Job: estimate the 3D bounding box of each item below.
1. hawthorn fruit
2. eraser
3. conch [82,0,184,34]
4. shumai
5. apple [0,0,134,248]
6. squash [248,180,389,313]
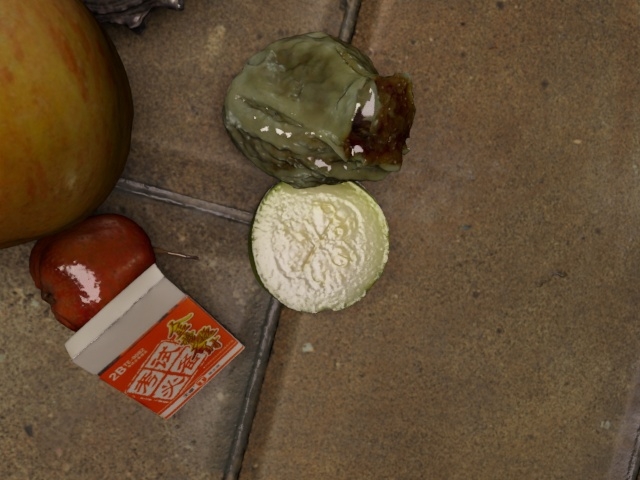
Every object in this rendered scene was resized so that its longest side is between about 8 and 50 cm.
[{"bbox_3d":[-0.286,0.030,1.025,0.203,0.162,0.163,-32,99,-30],"label":"hawthorn fruit"},{"bbox_3d":[-0.217,0.146,1.019,0.157,0.038,0.230,-42,141,-5],"label":"eraser"},{"bbox_3d":[-0.279,-0.401,0.993,0.312,0.186,0.241,15,81,9],"label":"conch"},{"bbox_3d":[0.002,-0.192,1.014,0.260,0.222,0.225,16,79,-4],"label":"shumai"},{"bbox_3d":[-0.408,-0.137,0.864,0.400,0.400,0.334,-33,106,-7],"label":"apple"},{"bbox_3d":[-0.001,0.000,1.125,0.219,0.041,0.219,0,89,-13],"label":"squash"}]
